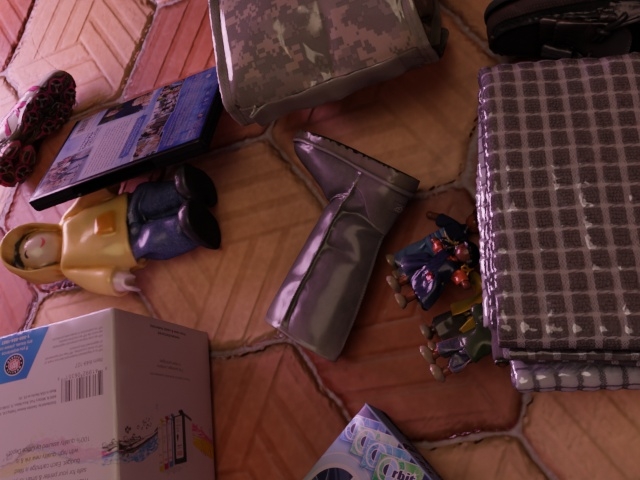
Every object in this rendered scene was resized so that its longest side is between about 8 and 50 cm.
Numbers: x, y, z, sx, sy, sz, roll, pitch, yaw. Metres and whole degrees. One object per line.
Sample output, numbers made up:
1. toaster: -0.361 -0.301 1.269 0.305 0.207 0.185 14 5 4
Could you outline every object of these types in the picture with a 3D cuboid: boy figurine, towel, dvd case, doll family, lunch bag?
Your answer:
1. boy figurine: -0.265 -0.015 0.872 0.285 0.092 0.177 -13 70 17
2. towel: 0.248 -0.025 0.574 0.234 0.121 0.284 -2 63 9
3. dvd case: -0.233 -0.132 0.884 0.252 0.022 0.180 -15 40 20
4. doll family: 0.134 0.042 0.679 0.111 0.076 0.193 -35 60 17
5. lunch bag: 0.006 -0.269 0.778 0.235 0.169 0.287 -13 65 23

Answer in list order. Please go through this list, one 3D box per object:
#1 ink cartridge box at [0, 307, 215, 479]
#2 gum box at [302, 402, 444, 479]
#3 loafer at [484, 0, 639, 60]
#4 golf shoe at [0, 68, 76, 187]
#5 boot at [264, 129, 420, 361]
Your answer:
1. ink cartridge box: -0.225 0.212 0.739 0.171 0.168 0.233 -14 69 21
2. gum box: 0.035 0.271 0.646 0.184 0.041 0.157 -50 41 3
3. loafer: 0.303 -0.193 0.655 0.302 0.109 0.095 1 79 22
4. golf shoe: -0.424 -0.172 1.006 0.086 0.067 0.186 38 93 30
5. boot: -0.002 -0.001 0.762 0.189 0.076 0.209 34 104 45
